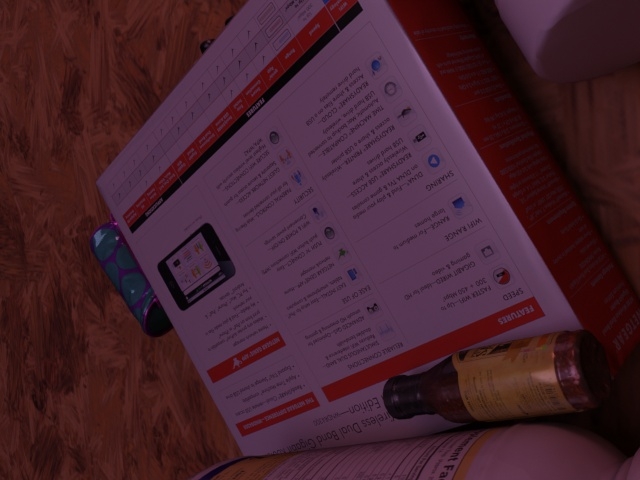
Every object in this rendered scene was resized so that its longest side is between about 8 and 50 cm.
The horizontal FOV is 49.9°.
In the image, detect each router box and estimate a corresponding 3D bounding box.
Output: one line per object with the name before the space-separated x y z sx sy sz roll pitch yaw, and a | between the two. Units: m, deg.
router box | 0.000 0.000 0.504 0.335 0.082 0.301 -33 85 43

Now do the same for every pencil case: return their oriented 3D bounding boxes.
pencil case | -0.206 0.037 0.785 0.151 0.064 0.070 45 140 33

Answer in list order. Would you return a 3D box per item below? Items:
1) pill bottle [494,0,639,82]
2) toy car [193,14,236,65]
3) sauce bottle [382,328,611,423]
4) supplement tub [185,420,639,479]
pill bottle | 0.110 -0.236 0.364 0.161 0.161 0.283 -39 66 41
toy car | -0.014 -0.204 0.573 0.239 0.053 0.225 23 109 42
sauce bottle | 0.089 0.078 0.375 0.128 0.042 0.042 -20 79 40
supplement tub | 0.064 0.229 0.375 0.331 0.241 0.241 -18 80 34
